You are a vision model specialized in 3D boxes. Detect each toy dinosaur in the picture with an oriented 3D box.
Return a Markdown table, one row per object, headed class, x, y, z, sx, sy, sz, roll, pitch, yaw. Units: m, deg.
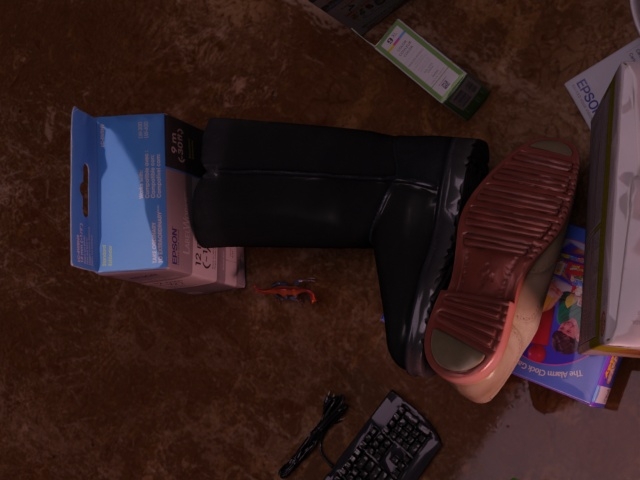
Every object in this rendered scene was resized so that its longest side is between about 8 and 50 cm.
| class | x | y | z | sx | sy | sz | roll | pitch | yaw |
| --- | --- | --- | --- | --- | --- | --- | --- | --- | --- |
| toy dinosaur | -0.048 | 0.087 | 2.138 | 0.082 | 0.090 | 0.047 | 0 | 97 | 58 |

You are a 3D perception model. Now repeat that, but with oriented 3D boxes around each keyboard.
| class | x | y | z | sx | sy | sz | roll | pitch | yaw |
| --- | --- | --- | --- | --- | --- | --- | --- | --- | --- |
| keyboard | 0.030 | 0.364 | 2.068 | 0.201 | 0.033 | 0.317 | 40 | 98 | 27 |

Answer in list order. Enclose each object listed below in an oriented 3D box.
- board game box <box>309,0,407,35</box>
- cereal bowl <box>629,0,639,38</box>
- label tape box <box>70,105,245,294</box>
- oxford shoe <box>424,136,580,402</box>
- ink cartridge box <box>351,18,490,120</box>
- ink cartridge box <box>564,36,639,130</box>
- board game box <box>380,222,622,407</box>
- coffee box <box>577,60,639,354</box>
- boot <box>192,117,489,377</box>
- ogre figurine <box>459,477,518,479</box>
| class | x | y | z | sx | sy | sz | roll | pitch | yaw |
| --- | --- | --- | --- | --- | --- | --- | --- | --- | --- |
| board game box | 0.070 | -0.451 | 2.039 | 0.224 | 0.303 | 0.097 | -33 | 68 | 17 |
| cereal bowl | 0.602 | -0.334 | 1.836 | 0.339 | 0.141 | 0.339 | -5 | 76 | 21 |
| label tape box | -0.251 | -0.060 | 2.105 | 0.115 | 0.347 | 0.249 | -7 | 78 | 24 |
| oxford shoe | 0.262 | 0.039 | 1.869 | 0.140 | 0.146 | 0.397 | 18 | 69 | 31 |
| ink cartridge box | 0.155 | -0.279 | 2.076 | 0.209 | 0.109 | 0.062 | 43 | 100 | 27 |
| ink cartridge box | 0.498 | -0.192 | 1.923 | 0.224 | 0.045 | 0.223 | -32 | 68 | 18 |
| board game box | 0.288 | 0.073 | 1.962 | 0.347 | 0.078 | 0.233 | 21 | 90 | 28 |
| coffee box | 0.513 | -0.016 | 1.676 | 0.337 | 0.334 | 0.338 | 4 | 83 | 6 |
| boot | 0.001 | -0.002 | 1.988 | 0.445 | 0.146 | 0.367 | 7 | 71 | 24 |
| ogre figurine | 0.265 | 0.383 | 1.896 | 0.197 | 0.118 | 0.097 | 38 | 98 | 28 |
